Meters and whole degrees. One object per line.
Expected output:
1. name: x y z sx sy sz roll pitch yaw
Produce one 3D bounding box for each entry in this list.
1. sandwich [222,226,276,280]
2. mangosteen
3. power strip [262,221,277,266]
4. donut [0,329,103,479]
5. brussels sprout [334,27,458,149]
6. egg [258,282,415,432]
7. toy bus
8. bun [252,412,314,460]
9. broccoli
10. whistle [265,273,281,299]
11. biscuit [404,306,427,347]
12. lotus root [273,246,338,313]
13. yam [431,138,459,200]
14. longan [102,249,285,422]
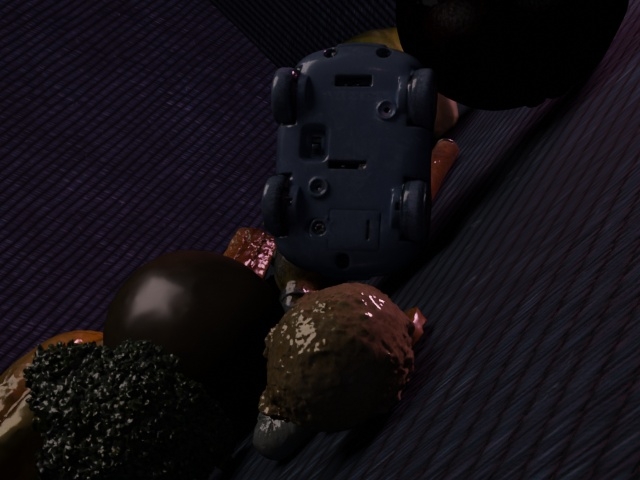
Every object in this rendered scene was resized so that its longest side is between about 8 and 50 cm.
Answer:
1. sandwich: -0.174 0.144 1.905 0.288 0.100 0.254 109 178 -49
2. mangosteen: 0.220 -0.312 1.261 0.297 0.313 0.297 -48 15 17
3. power strip: -0.003 -0.014 2.026 0.229 0.141 0.261 -48 19 -15
4. donut: -0.386 0.321 1.495 0.449 0.198 0.449 -49 -15 -18
5. brussels sprout: 0.126 -0.276 2.002 0.289 0.281 0.355 -17 20 -20
6. egg: 0.014 0.098 0.824 0.140 0.116 0.118 -45 26 -24
7. toy bus: 0.052 -0.091 1.264 0.232 0.197 0.294 34 -122 -77
8. bun: -0.032 0.175 0.974 0.083 0.045 0.083 -43 9 9
9. broccoli: -0.234 0.292 1.190 0.221 0.252 0.361 -45 -31 -36
10. whistle: -0.127 0.121 2.164 0.062 0.062 0.304 -48 5 -19
11. biscuit: 0.048 0.114 0.928 0.140 0.023 0.118 -45 5 24
12. lotus root: 0.000 0.000 1.620 0.158 0.140 0.322 -40 10 51
13. yam: 0.162 -0.090 1.518 0.046 0.046 0.264 -43 5 34
14. longan: -0.163 0.137 1.326 0.258 0.258 0.258 -46 5 5
